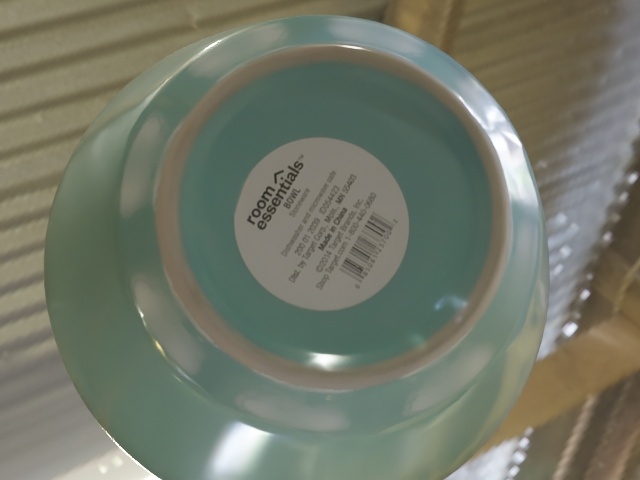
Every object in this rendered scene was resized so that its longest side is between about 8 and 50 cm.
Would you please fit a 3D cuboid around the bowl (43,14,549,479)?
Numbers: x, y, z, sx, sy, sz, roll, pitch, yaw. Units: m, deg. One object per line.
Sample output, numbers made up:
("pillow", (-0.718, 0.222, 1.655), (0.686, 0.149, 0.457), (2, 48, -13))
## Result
("bowl", (0.000, 0.000, 0.720), (0.311, 0.311, 0.163), (-38, -4, -13))
